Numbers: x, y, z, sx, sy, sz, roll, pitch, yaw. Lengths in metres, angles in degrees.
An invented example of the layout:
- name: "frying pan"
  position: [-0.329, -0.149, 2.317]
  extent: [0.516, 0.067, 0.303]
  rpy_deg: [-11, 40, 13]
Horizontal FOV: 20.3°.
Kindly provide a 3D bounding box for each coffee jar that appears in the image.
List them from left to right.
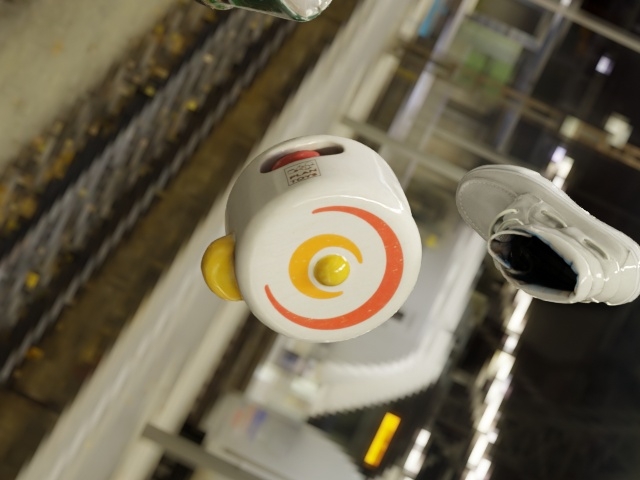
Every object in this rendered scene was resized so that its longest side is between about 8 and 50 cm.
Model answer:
- name: "coffee jar"
  position: [-0.068, -0.259, 1.661]
  extent: [0.079, 0.096, 0.184]
  rpy_deg: [-51, -145, -16]

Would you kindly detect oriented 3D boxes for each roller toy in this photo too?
- name: "roller toy"
  position: [0.000, 0.000, 1.821]
  extent: [0.191, 0.209, 0.146]
  rpy_deg: [-57, -158, 20]

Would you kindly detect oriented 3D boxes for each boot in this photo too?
- name: "boot"
  position: [0.210, -0.010, 1.853]
  extent: [0.123, 0.258, 0.095]
  rpy_deg: [-1, 113, -45]
